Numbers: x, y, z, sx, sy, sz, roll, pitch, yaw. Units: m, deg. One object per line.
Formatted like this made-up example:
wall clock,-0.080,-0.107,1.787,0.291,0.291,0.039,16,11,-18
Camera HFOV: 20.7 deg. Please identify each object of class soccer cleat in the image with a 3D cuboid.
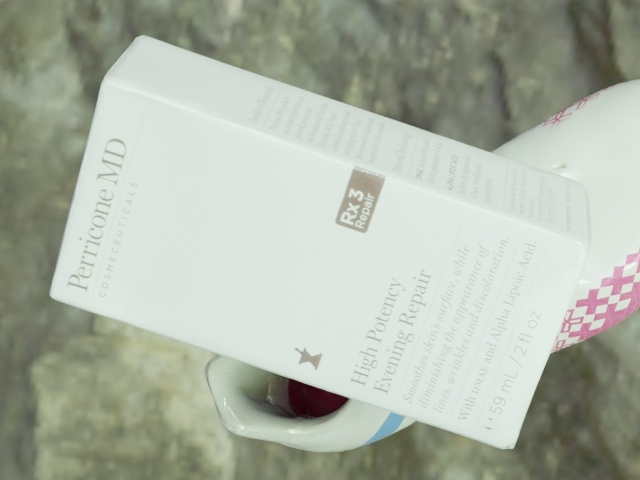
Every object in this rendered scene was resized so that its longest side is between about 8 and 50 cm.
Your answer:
soccer cleat,0.076,0.025,0.970,0.331,0.143,0.116,-38,-114,27

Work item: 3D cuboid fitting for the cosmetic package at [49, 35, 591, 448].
cosmetic package,0.000,0.000,0.821,0.085,0.231,0.117,-75,-178,-67
